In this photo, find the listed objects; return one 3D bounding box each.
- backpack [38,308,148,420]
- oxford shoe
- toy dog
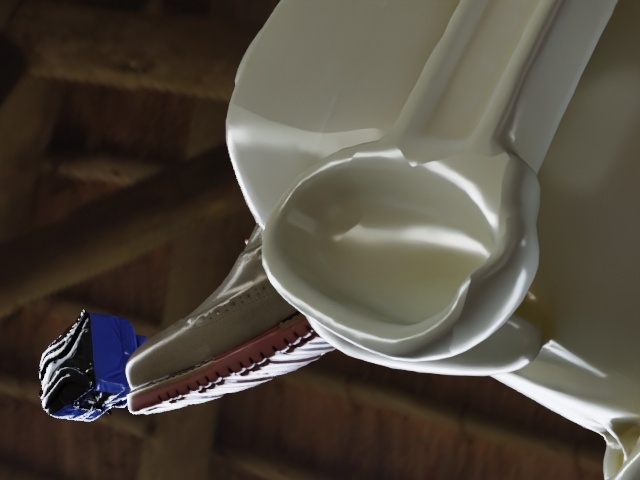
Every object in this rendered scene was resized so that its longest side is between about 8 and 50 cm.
[{"bbox_3d":[-0.248,0.148,1.798,0.101,0.098,0.120,20,-39,-36],"label":"backpack"},{"bbox_3d":[0.000,0.000,1.117,0.130,0.348,0.123,60,11,9],"label":"oxford shoe"},{"bbox_3d":[0.164,0.022,0.819,0.408,0.284,0.395,34,-23,-28],"label":"toy dog"}]
